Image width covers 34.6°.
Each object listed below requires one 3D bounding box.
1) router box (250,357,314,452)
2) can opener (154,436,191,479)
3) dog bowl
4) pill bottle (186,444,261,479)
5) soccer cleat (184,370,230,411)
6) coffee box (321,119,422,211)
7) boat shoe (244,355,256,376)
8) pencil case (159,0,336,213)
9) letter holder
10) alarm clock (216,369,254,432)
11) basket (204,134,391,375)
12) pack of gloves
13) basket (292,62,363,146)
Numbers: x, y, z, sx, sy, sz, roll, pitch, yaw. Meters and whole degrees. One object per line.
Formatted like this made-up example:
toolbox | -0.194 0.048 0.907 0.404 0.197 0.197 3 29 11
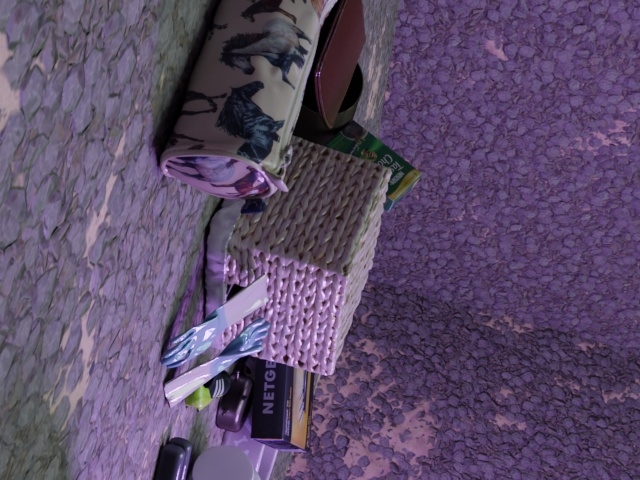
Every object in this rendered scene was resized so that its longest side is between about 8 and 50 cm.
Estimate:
router box | -0.083 0.334 2.436 0.243 0.081 0.309 50 41 -67
can opener | -0.275 0.503 1.895 0.074 0.093 0.281 -37 137 -76
dog bowl | -0.170 0.513 2.606 0.349 0.102 0.349 15 90 -83
pill bottle | -0.205 0.560 2.179 0.302 0.169 0.169 97 11 -51
soccer cleat | -0.212 0.270 1.983 0.179 0.060 0.072 -38 141 -73
coffee box | 0.101 -0.151 2.049 0.113 0.184 0.040 -41 166 -38
boat shoe | -0.170 0.311 2.488 0.035 0.035 0.100 -42 164 -20
pencil case | -0.080 -0.249 1.467 0.160 0.183 0.410 86 19 -66
letter holder | -0.027 -0.341 1.805 0.302 0.152 0.215 69 39 -77
alarm clock | -0.191 0.378 2.356 0.192 0.064 0.129 96 11 -66
basket | -0.047 0.026 1.947 0.328 0.266 0.331 98 12 -46
pack of gloves | -0.167 0.185 1.767 0.232 0.046 0.195 -35 151 -24
basket | -0.003 -0.259 2.156 0.227 0.154 0.204 101 -7 -52
